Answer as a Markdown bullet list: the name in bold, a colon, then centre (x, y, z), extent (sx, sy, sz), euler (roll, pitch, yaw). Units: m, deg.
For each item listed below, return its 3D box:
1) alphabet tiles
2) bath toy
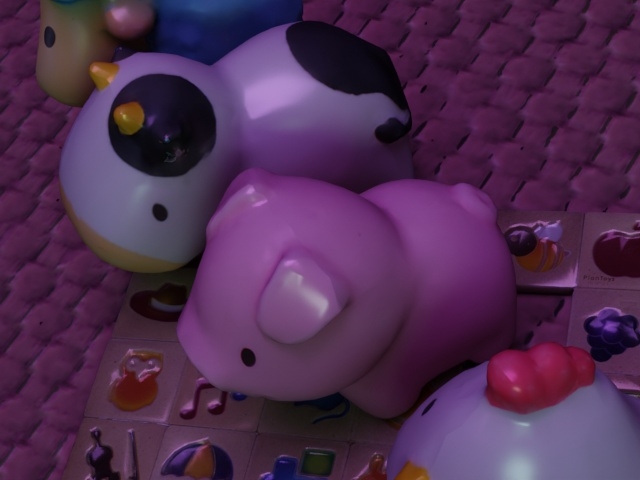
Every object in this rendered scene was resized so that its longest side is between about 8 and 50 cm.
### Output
- **alphabet tiles**: centre (0.017, 0.066, 0.575), extent (0.237, 0.009, 0.198), euler (2, 55, 18)
- **bath toy**: centre (0.000, 0.000, 0.542), extent (0.151, 0.129, 0.348), euler (-32, 53, -9)
